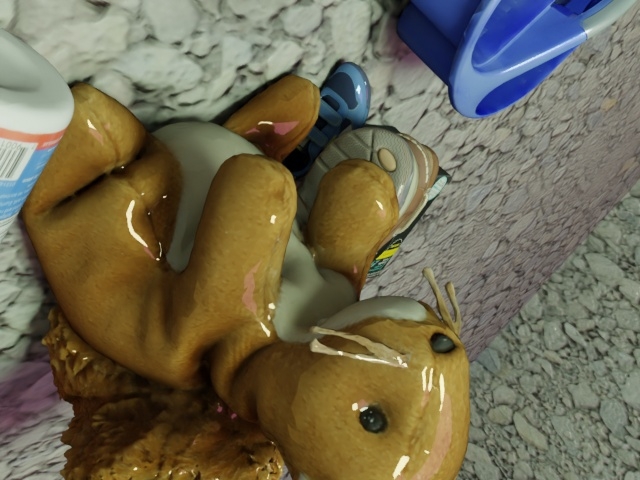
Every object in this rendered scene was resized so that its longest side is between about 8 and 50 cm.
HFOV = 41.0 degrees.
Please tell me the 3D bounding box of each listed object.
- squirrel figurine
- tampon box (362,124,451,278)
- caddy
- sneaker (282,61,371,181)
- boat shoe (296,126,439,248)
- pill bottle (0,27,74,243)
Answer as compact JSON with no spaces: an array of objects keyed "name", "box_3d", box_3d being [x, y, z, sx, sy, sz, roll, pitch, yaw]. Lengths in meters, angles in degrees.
[{"name":"squirrel figurine","box_3d":[-0.061,0.104,0.713,0.281,0.370,0.397,-9,138,-56]},{"name":"tampon box","box_3d":[0.051,-0.043,1.008,0.120,0.101,0.161,-8,138,-57]},{"name":"caddy","box_3d":[0.222,-0.270,0.818,0.341,0.179,0.241,-44,159,-4]},{"name":"sneaker","box_3d":[0.002,-0.115,0.868,0.059,0.053,0.144,-14,141,-48]},{"name":"boat shoe","box_3d":[0.000,0.000,0.900,0.324,0.123,0.116,-35,166,36]},{"name":"pill bottle","box_3d":[-0.249,-0.021,0.503,0.221,0.124,0.124,-52,157,19]}]
